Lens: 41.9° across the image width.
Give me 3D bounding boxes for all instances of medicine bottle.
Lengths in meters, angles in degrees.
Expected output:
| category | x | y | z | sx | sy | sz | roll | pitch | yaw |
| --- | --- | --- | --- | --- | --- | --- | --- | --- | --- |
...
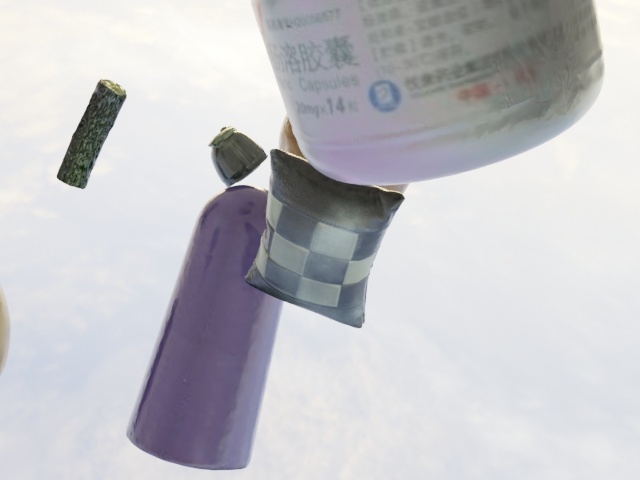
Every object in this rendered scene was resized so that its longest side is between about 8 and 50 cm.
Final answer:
| category | x | y | z | sx | sy | sz | roll | pitch | yaw |
| --- | --- | --- | --- | --- | --- | --- | --- | --- | --- |
| medicine bottle | 0.063 | -0.229 | 0.632 | 0.256 | 0.325 | 0.256 | -16 | -158 | 7 |

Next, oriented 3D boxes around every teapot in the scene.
| category | x | y | z | sx | sy | sz | roll | pitch | yaw |
| --- | --- | --- | --- | --- | --- | --- | --- | --- | --- |
| teapot | -0.155 | -0.152 | 1.459 | 0.092 | 0.091 | 0.124 | -38 | -167 | -11 |

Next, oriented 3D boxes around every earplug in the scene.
| category | x | y | z | sx | sy | sz | roll | pitch | yaw |
| --- | --- | --- | --- | --- | --- | --- | --- | --- | --- |
| earplug | -0.161 | 0.131 | 1.382 | 0.215 | 0.456 | 0.215 | 15 | -178 | -1 |

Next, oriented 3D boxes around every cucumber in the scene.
| category | x | y | z | sx | sy | sz | roll | pitch | yaw |
| --- | --- | --- | --- | --- | --- | --- | --- | --- | --- |
| cucumber | -0.386 | -0.181 | 1.406 | 0.058 | 0.187 | 0.058 | 27 | -170 | -5 |

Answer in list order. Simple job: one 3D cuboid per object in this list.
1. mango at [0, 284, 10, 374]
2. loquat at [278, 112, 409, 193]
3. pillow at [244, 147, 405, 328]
| category | x | y | z | sx | sy | sz | roll | pitch | yaw |
| --- | --- | --- | --- | --- | --- | --- | --- | --- | --- |
| mango | -0.675 | 0.149 | 1.523 | 0.173 | 0.317 | 0.211 | -17 | 179 | 36 |
| loquat | 0.063 | -0.208 | 1.863 | 0.328 | 0.328 | 0.328 | 6 | -144 | -4 |
| pillow | 0.000 | 0.000 | 1.120 | 0.186 | 0.250 | 0.106 | 22 | -138 | 7 |
